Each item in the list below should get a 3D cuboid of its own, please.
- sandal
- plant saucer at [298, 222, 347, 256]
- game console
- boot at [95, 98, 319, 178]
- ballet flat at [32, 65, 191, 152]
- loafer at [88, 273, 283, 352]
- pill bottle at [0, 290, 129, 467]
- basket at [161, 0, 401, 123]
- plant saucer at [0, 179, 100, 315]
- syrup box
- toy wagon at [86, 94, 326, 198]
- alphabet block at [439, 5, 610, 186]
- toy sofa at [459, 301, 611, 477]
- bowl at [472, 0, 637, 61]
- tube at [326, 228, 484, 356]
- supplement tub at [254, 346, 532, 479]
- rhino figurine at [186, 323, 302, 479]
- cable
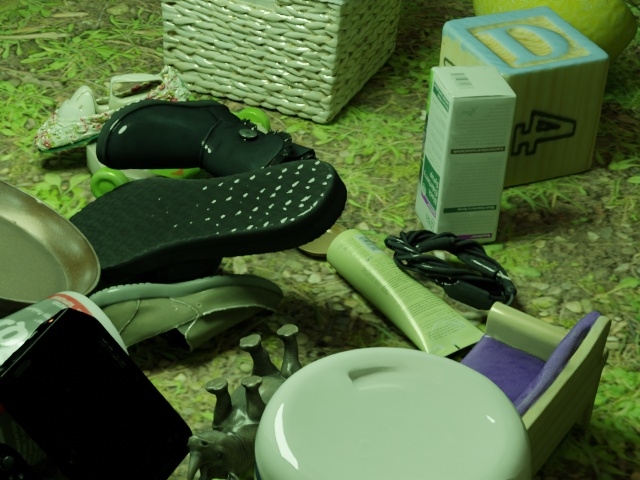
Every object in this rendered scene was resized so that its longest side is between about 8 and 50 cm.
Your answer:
[{"bbox_3d":[-0.157,0.000,1.823,0.445,0.107,0.167,-5,41,34],"label":"sandal"},{"bbox_3d":[0.000,0.000,1.975,0.083,0.015,0.083,3,33,-2],"label":"plant saucer"},{"bbox_3d":[-0.296,0.254,1.445,0.044,0.213,0.361,-14,30,53],"label":"game console"},{"bbox_3d":[-0.147,-0.117,1.928,0.207,0.094,0.246,28,28,35],"label":"boot"},{"bbox_3d":[-0.308,-0.197,2.084,0.241,0.077,0.091,-18,29,-11],"label":"ballet flat"},{"bbox_3d":[-0.163,0.097,1.770,0.251,0.094,0.087,-5,78,-23],"label":"loafer"},{"bbox_3d":[-0.357,0.178,1.544,0.283,0.161,0.161,-27,45,-38],"label":"pill bottle"},{"bbox_3d":[-0.054,-0.393,2.330,0.328,0.266,0.331,16,35,17],"label":"basket"},{"bbox_3d":[-0.419,0.002,1.738,0.310,0.050,0.310,25,20,-10],"label":"plant saucer"},{"bbox_3d":[0.196,-0.114,1.967,0.096,0.237,0.093,-4,34,-13],"label":"syrup box"},{"bbox_3d":[-0.161,-0.110,2.078,0.344,0.068,0.267,14,36,14],"label":"toy wagon"},{"bbox_3d":[0.298,-0.217,2.168,0.193,0.197,0.192,-11,37,-20],"label":"alphabet block"},{"bbox_3d":[0.173,0.199,1.556,0.150,0.177,0.362,22,39,24],"label":"toy sofa"},{"bbox_3d":[0.360,-0.349,2.378,0.289,0.289,0.156,27,83,30],"label":"bowl"},{"bbox_3d":[0.101,0.073,1.848,0.070,0.062,0.240,-49,53,0],"label":"tube"},{"bbox_3d":[0.054,0.285,1.280,0.235,0.325,0.235,3,34,-2],"label":"supplement tub"},{"bbox_3d":[-0.084,0.198,1.594,0.073,0.106,0.243,2,30,27],"label":"rhino figurine"},{"bbox_3d":[0.171,0.025,1.883,0.184,0.047,0.150,22,26,-4],"label":"cable"}]
